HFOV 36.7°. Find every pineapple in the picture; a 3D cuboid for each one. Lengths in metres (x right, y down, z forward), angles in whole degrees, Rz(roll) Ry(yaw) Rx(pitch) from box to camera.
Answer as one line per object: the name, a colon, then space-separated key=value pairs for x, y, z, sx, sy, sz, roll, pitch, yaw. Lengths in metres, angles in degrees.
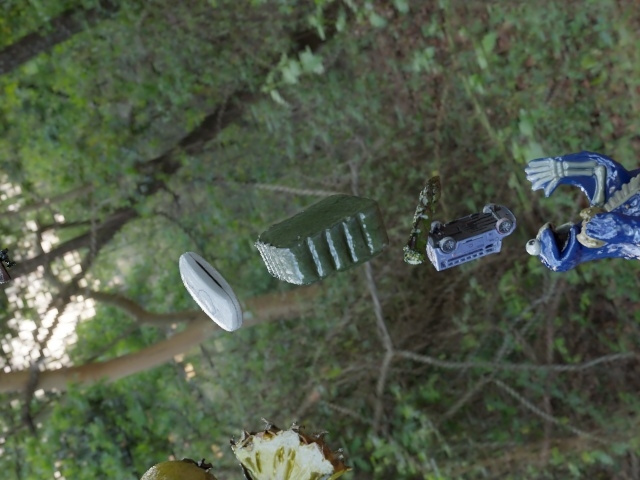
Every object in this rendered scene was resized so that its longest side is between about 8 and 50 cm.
pineapple: x=-0.064 y=0.442 z=1.857 sx=0.114 sy=0.236 sz=0.186 roll=40 pitch=-124 yaw=-66

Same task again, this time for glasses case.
glasses case: x=-0.195 y=0.088 z=1.704 sx=0.197 sy=0.049 sz=0.076 roll=41 pitch=143 yaw=43

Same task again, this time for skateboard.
skateboard: x=-0.572 y=0.013 z=1.611 sx=0.151 sy=0.080 sz=0.067 roll=56 pitch=166 yaw=12

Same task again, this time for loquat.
loquat: x=-0.275 y=0.510 z=1.840 sx=0.172 sy=0.204 sz=0.149 roll=26 pitch=173 yaw=-5

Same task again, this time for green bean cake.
green bean cake: x=0.000 y=0.000 z=1.580 sx=0.183 sy=0.185 sz=0.094 roll=22 pitch=133 yaw=68

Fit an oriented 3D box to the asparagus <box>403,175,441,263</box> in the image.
asparagus: x=0.156 y=-0.036 z=1.439 sx=0.030 sy=0.165 sz=0.036 roll=32 pitch=146 yaw=-19

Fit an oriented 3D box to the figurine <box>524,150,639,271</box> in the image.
figurine: x=0.354 y=-0.027 z=1.061 sx=0.164 sy=0.262 sz=0.121 roll=-94 pitch=-13 yaw=-46

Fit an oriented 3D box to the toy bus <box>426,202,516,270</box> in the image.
toy bus: x=0.279 y=-0.007 z=1.791 sx=0.073 sy=0.167 sz=0.076 roll=-116 pitch=10 yaw=-57
